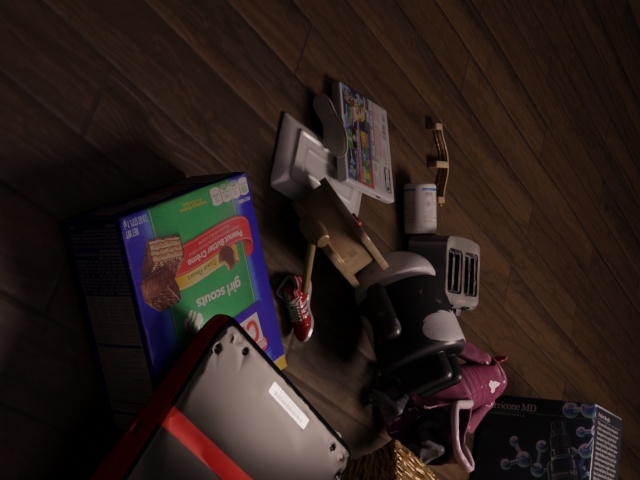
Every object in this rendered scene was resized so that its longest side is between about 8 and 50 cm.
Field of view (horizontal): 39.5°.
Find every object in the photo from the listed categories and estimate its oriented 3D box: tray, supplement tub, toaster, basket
[{"bbox_3d":[0.008,-0.119,1.653,0.270,0.030,0.145,30,66,-50],"label":"tray"},{"bbox_3d":[0.212,-0.068,1.901,0.071,0.071,0.107,1,89,-54],"label":"supplement tub"},{"bbox_3d":[0.262,0.068,1.933,0.168,0.110,0.185,14,77,-54],"label":"toaster"},{"bbox_3d":[0.132,0.543,1.648,0.299,0.223,0.213,49,17,-19],"label":"basket"}]

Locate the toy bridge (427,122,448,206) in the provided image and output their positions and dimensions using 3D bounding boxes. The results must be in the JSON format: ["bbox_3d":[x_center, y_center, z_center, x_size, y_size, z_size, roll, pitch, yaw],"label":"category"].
[{"bbox_3d":[0.269,-0.171,2.021,0.063,0.026,0.188,-4,93,-55],"label":"toy bridge"}]

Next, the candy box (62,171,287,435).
[{"bbox_3d":[-0.198,0.086,1.281,0.268,0.122,0.317,-27,112,-51],"label":"candy box"}]

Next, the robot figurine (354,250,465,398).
[{"bbox_3d":[0.167,0.157,1.698,0.174,0.209,0.278,-14,67,-16],"label":"robot figurine"}]

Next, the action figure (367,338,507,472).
[{"bbox_3d":[0.287,0.298,1.844,0.370,0.276,0.248,-18,97,-39],"label":"action figure"}]

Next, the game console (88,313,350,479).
[{"bbox_3d":[-0.131,0.341,1.238,0.342,0.060,0.386,-58,133,-26],"label":"game console"}]

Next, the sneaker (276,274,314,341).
[{"bbox_3d":[-0.045,0.117,1.560,0.067,0.042,0.118,18,67,-57],"label":"sneaker"}]

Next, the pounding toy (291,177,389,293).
[{"bbox_3d":[0.000,0.000,1.581,0.154,0.155,0.269,55,3,30],"label":"pounding toy"}]

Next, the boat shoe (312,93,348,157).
[{"bbox_3d":[0.022,-0.210,1.643,0.125,0.046,0.038,66,15,11],"label":"boat shoe"}]

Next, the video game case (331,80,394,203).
[{"bbox_3d":[0.083,-0.187,1.734,0.183,0.023,0.201,19,63,-54],"label":"video game case"}]

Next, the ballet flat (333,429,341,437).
[{"bbox_3d":[-0.104,0.322,1.392,0.409,0.147,0.147,12,79,-54],"label":"ballet flat"}]

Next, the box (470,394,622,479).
[{"bbox_3d":[0.535,0.589,2.138,0.212,0.293,0.395,31,64,-50],"label":"box"}]
